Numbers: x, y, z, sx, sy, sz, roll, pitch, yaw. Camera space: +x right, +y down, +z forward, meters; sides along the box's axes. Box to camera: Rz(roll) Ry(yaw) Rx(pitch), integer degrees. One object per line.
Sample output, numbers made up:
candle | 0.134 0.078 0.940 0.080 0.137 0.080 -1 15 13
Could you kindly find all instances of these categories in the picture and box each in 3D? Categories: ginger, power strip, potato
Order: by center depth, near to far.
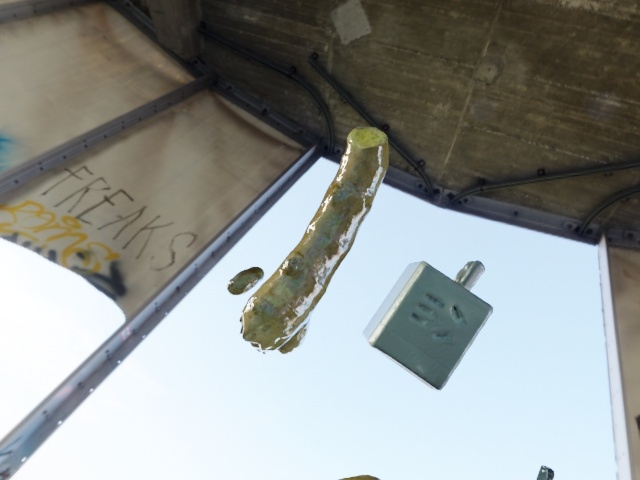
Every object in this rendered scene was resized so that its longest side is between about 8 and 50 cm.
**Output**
ginger | 0.003 0.002 0.477 0.065 0.298 0.118 28 -1 25
power strip | 0.191 0.115 0.691 0.140 0.224 0.139 33 -3 5
potato | -0.151 0.081 0.833 0.045 0.092 0.046 53 -40 8

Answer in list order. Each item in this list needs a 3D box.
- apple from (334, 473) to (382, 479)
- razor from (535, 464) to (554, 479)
apple | 0.052 0.585 0.719 0.314 0.252 0.309 33 -50 25
razor | 0.314 0.436 0.615 0.066 0.190 0.033 21 -4 -5
